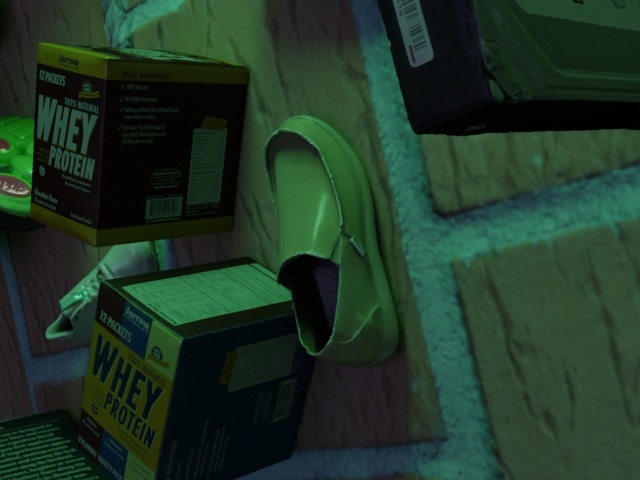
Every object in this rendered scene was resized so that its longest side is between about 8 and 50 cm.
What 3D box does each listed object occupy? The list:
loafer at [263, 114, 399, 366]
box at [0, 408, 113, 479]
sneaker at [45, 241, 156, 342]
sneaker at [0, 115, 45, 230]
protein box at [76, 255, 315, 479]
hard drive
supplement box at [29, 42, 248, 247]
[{"bbox_3d":[0.000,0.000,0.939,0.102,0.092,0.268,-29,76,42],"label":"loafer"},{"bbox_3d":[-0.365,0.457,1.242,0.395,0.212,0.293,31,118,44],"label":"box"},{"bbox_3d":[-0.289,0.071,1.222,0.212,0.094,0.080,-51,61,35],"label":"sneaker"},{"bbox_3d":[-0.510,-0.065,1.388,0.483,0.185,0.202,7,122,44],"label":"sneaker"},{"bbox_3d":[-0.126,0.143,1.004,0.136,0.201,0.199,29,115,37],"label":"protein box"},{"bbox_3d":[0.150,-0.188,0.601,0.064,0.339,0.236,-19,82,41],"label":"hard drive"},{"bbox_3d":[-0.200,-0.110,1.044,0.129,0.191,0.194,20,109,40],"label":"supplement box"}]
